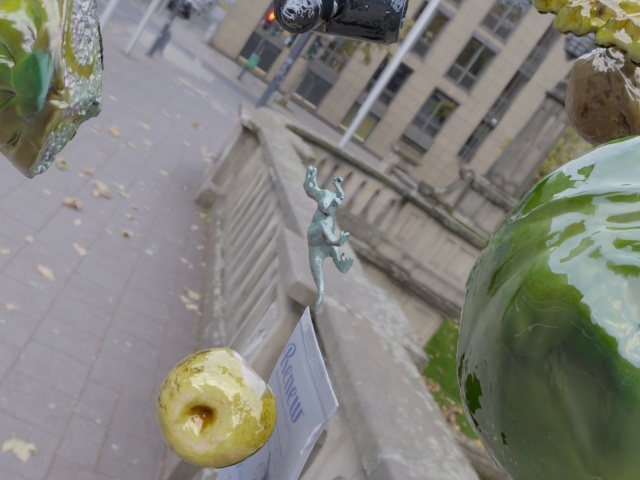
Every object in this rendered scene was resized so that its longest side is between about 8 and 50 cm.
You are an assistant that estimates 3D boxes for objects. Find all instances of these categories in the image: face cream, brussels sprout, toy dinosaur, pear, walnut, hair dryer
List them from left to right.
[{"bbox_3d":[-0.143,0.233,1.027,0.178,0.178,0.178,33,11,-8],"label":"pear"},{"bbox_3d":[-0.071,0.343,1.216,0.137,0.420,0.234,14,28,-19],"label":"face cream"},{"bbox_3d":[0.000,0.000,1.318,0.053,0.242,0.167,2,16,-40],"label":"toy dinosaur"},{"bbox_3d":[0.013,-0.300,0.945,0.189,0.107,0.352,13,25,5],"label":"hair dryer"},{"bbox_3d":[0.456,-0.223,1.119,0.167,0.166,0.149,30,28,-24],"label":"walnut"},{"bbox_3d":[0.272,0.081,0.492,0.281,0.355,0.289,42,49,-30],"label":"brussels sprout"}]

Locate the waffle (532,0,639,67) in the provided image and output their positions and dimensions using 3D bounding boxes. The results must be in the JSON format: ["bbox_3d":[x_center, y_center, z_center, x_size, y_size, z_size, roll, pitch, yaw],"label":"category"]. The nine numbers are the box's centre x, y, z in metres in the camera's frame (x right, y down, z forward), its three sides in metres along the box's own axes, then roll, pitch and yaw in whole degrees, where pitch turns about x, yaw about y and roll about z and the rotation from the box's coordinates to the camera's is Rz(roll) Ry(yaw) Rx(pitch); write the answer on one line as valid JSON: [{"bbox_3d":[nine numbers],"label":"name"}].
[{"bbox_3d":[0.389,-0.316,0.929,0.291,0.051,0.291,6,51,-8],"label":"waffle"}]

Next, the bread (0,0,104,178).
[{"bbox_3d":[-0.367,-0.203,0.909,0.156,0.260,0.158,2,14,2],"label":"bread"}]
